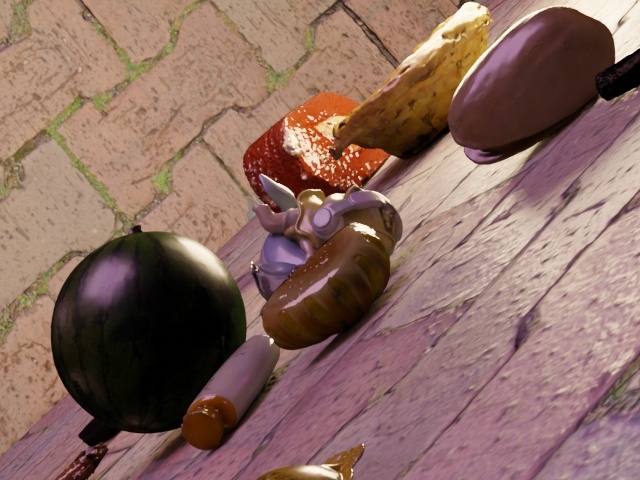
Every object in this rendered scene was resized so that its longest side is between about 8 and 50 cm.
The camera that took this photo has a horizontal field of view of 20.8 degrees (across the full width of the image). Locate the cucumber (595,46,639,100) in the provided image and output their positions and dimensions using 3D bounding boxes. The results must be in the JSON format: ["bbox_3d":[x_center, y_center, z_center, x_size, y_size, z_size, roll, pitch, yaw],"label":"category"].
[{"bbox_3d":[0.317,-0.171,1.734,0.034,0.033,0.135,-7,-12,-30],"label":"cucumber"}]

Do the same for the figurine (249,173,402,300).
[{"bbox_3d":[0.000,0.000,1.979,0.184,0.128,0.208,-40,46,10],"label":"figurine"}]

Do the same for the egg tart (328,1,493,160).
[{"bbox_3d":[0.162,-0.233,2.755,0.341,0.129,0.341,-43,5,5],"label":"egg tart"}]

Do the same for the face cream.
[{"bbox_3d":[-0.095,0.161,1.884,0.072,0.051,0.182,-34,10,31],"label":"face cream"}]

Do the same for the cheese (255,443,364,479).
[{"bbox_3d":[-0.062,0.227,1.079,0.270,0.069,0.177,-48,7,-27],"label":"cheese"}]

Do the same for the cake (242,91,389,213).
[{"bbox_3d":[-0.007,-0.145,2.977,0.151,0.177,0.283,-37,6,37],"label":"cake"}]

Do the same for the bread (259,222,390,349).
[{"bbox_3d":[0.019,0.048,1.816,0.157,0.083,0.094,-47,10,-29],"label":"bread"}]

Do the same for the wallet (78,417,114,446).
[{"bbox_3d":[-0.266,0.217,2.680,0.250,0.044,0.149,-46,3,-35],"label":"wallet"}]

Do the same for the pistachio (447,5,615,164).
[{"bbox_3d":[0.230,-0.168,1.911,0.206,0.131,0.129,-46,-39,4],"label":"pistachio"}]

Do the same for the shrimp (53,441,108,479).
[{"bbox_3d":[-0.345,0.333,2.394,0.178,0.034,0.124,-46,-1,8],"label":"shrimp"}]

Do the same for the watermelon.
[{"bbox_3d":[-0.204,0.108,2.076,0.242,0.242,0.242,-41,6,5],"label":"watermelon"}]
